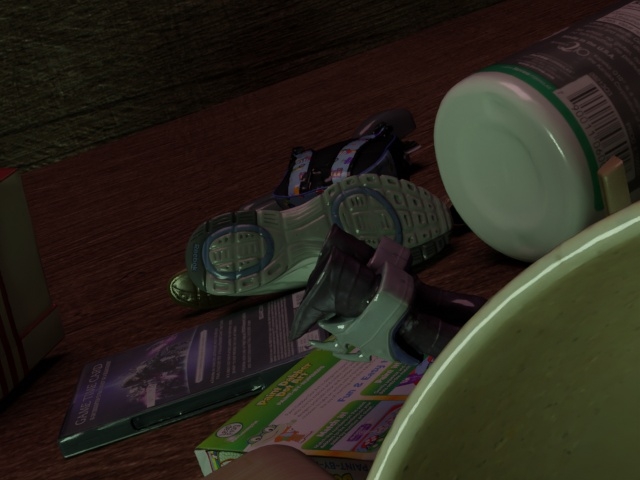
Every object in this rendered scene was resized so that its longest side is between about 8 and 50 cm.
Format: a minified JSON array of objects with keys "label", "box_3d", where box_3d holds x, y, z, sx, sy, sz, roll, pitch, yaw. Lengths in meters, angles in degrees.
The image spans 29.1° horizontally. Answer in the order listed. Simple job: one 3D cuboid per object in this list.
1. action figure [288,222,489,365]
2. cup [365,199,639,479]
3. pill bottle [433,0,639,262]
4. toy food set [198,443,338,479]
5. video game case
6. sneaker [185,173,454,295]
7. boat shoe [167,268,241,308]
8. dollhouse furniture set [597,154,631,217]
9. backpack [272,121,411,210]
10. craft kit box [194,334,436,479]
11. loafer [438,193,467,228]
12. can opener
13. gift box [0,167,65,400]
[{"label":"action figure","box_3d":[0.126,0.075,0.834,0.285,0.099,0.185,21,31,2]},{"label":"cup","box_3d":[0.200,0.147,0.367,0.331,0.331,0.237,-5,-5,41]},{"label":"pill bottle","box_3d":[0.311,-0.137,1.285,0.361,0.204,0.204,-28,18,-29]},{"label":"toy food set","box_3d":[-0.065,0.249,0.695,0.306,0.092,0.219,-28,29,-23]},{"label":"video game case","box_3d":[-0.121,0.126,1.245,0.274,0.026,0.196,-20,16,2]},{"label":"sneaker","box_3d":[0.000,0.000,1.376,0.297,0.111,0.129,-8,-11,0]},{"label":"boat shoe","box_3d":[-0.106,0.043,1.459,0.152,0.056,0.049,-11,10,-5]},{"label":"dollhouse furniture set","box_3d":[0.299,-0.020,1.082,0.081,0.114,0.091,-15,14,1]},{"label":"backpack","box_3d":[0.027,-0.058,1.512,0.158,0.117,0.173,-14,16,17]},{"label":"craft kit box","box_3d":[0.069,0.125,0.976,0.246,0.061,0.250,-2,23,40]},{"label":"loafer","box_3d":[0.200,-0.049,1.402,0.148,0.056,0.050,-28,16,7]},{"label":"can opener","box_3d":[0.012,-0.099,1.703,0.283,0.095,0.076,-25,16,-20]},{"label":"gift box","box_3d":[-0.467,0.073,1.390,0.276,0.258,0.255,1,24,25]}]
